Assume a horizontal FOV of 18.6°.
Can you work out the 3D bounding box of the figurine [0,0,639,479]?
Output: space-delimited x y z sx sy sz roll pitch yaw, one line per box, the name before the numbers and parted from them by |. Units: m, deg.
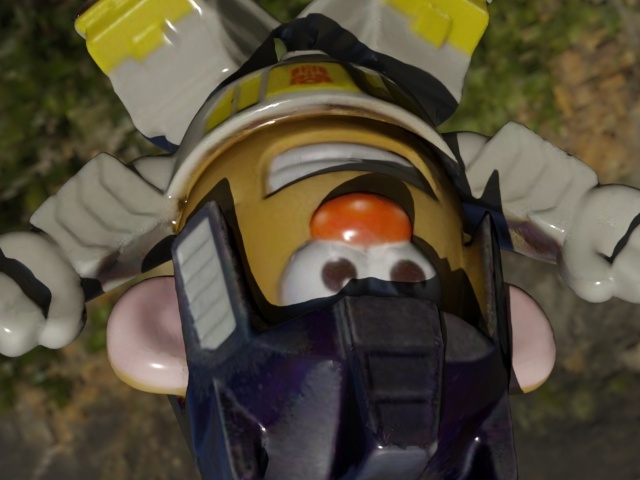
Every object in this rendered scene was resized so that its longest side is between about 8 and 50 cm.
figurine | 0.003 0.001 0.812 0.308 0.308 0.143 49 170 38
